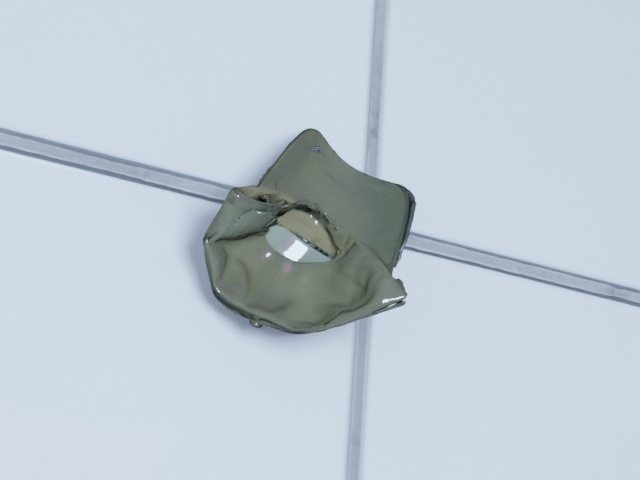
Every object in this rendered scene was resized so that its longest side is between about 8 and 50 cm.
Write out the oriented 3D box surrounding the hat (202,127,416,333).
[{"bbox_3d":[0.000,0.000,1.131,0.147,0.085,0.175,35,37,-1],"label":"hat"}]
